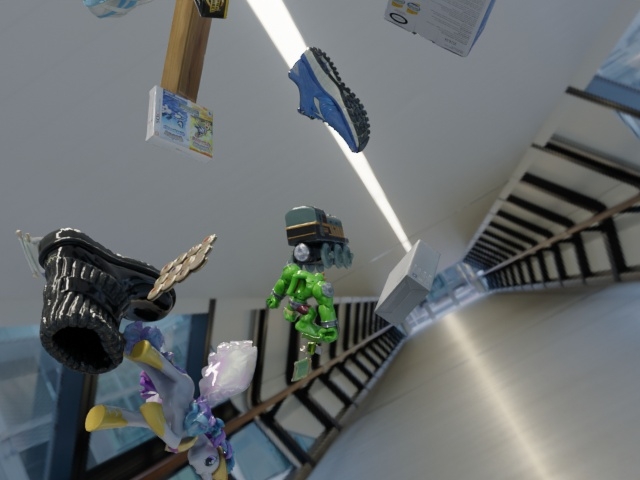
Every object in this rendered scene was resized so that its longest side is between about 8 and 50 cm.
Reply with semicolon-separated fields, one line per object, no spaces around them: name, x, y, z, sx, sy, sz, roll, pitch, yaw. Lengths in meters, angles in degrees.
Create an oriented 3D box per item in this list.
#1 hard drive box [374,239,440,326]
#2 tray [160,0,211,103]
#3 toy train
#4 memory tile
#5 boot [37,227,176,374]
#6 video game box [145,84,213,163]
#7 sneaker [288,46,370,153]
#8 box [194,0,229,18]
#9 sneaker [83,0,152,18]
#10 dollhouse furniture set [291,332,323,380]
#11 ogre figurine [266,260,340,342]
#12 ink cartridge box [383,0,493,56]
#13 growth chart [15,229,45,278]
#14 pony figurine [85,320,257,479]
hard drive box;0.275;0.130;1.683;0.181;0.089;0.232;-55;1;34
tray;-0.504;-0.745;2.057;0.076;0.410;0.203;13;3;7
toy train;0.000;0.000;1.642;0.142;0.190;0.334;-10;-6;21
memory tile;-0.254;0.048;0.985;0.148;0.012;0.113;-31;25;22
boot;-0.406;0.149;1.064;0.131;0.260;0.348;-42;-41;9
video game box;-0.426;-0.352;1.643;0.205;0.186;0.048;17;-30;-41
sneaker;0.023;-0.394;1.582;0.147;0.329;0.130;-31;3;33
box;-0.309;-0.801;1.448;0.080;0.321;0.257;-6;-37;-26
sneaker;-0.638;-0.781;1.736;0.229;0.087;0.092;-10;-11;0
dollhouse furniture set;-0.031;0.345;1.572;0.059;0.151;0.076;14;9;28
ogre figurine;-0.033;0.122;1.113;0.097;0.118;0.197;3;19;-27
ink cartridge box;0.332;-0.674;1.417;0.151;0.270;0.395;-56;-10;-25
growth chart;-0.725;0.056;1.478;0.238;0.171;0.021;2;24;19
pony figurine;-0.307;0.333;1.146;0.303;0.350;0.363;-25;-51;11
